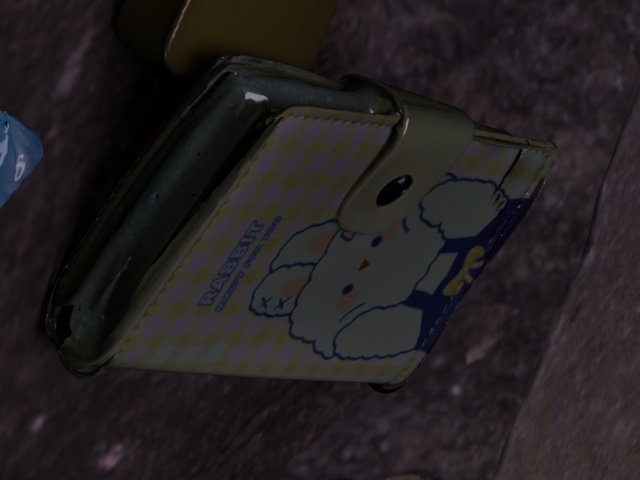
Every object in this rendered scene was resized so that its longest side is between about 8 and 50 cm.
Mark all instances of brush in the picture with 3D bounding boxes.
[{"bbox_3d":[-0.035,-0.183,1.121,0.123,0.059,0.197,15,97,-55],"label":"brush"}]

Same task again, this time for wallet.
[{"bbox_3d":[0.000,0.000,1.200,0.309,0.077,0.223,7,122,-52],"label":"wallet"}]

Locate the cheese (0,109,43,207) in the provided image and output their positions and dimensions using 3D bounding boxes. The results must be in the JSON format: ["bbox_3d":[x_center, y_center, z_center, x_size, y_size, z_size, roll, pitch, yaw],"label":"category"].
[{"bbox_3d":[-0.231,0.031,0.997,0.135,0.052,0.244,39,76,-53],"label":"cheese"}]
